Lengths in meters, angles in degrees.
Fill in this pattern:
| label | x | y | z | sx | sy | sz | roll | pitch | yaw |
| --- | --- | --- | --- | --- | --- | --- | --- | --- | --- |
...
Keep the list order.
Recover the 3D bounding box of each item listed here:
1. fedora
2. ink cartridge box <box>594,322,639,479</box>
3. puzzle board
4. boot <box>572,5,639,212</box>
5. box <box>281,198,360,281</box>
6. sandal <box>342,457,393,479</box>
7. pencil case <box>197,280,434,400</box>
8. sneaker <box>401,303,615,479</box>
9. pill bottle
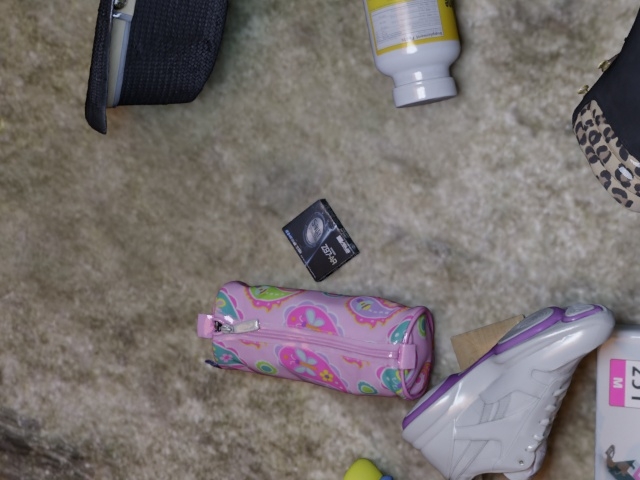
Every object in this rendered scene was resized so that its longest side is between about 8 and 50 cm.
| label | x | y | z | sx | sy | sz | roll | pitch | yaw |
| --- | --- | --- | --- | --- | --- | --- | --- | --- | --- |
| fedora | -0.196 | -0.288 | 1.728 | 0.152 | 0.334 | 0.334 | 8 | 100 | -10 |
| ink cartridge box | 0.427 | 0.238 | 1.559 | 0.239 | 0.060 | 0.275 | 3 | 96 | 26 |
| puzzle board | 0.218 | 0.162 | 1.675 | 0.096 | 0.011 | 0.128 | -20 | 87 | 24 |
| boot | 0.368 | -0.240 | 1.474 | 0.284 | 0.138 | 0.377 | 117 | 154 | -46 |
| box | 0.000 | 0.000 | 1.757 | 0.067 | 0.018 | 0.083 | -37 | 79 | 23 |
| sandal | 0.058 | 0.426 | 1.677 | 0.138 | 0.126 | 0.317 | 15 | 77 | 10 |
| pencil case | -0.003 | 0.120 | 1.714 | 0.284 | 0.124 | 0.124 | 8 | 98 | 23 |
| sneaker | 0.236 | 0.182 | 1.607 | 0.152 | 0.114 | 0.305 | 51 | 124 | 5 |
| pill bottle | 0.106 | -0.252 | 1.639 | 0.103 | 0.103 | 0.184 | -11 | 90 | 25 |
